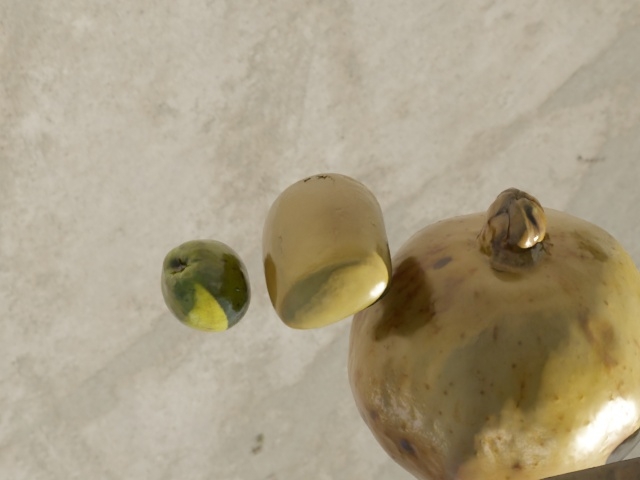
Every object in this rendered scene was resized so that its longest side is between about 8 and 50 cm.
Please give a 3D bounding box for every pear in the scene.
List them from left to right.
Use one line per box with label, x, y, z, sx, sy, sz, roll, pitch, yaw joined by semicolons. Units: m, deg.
pear;-0.130;0.053;1.221;0.107;0.107;0.131;-35;139;2

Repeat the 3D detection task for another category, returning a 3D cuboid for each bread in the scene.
bread;0.000;0.000;1.182;0.147;0.217;0.098;-26;120;8

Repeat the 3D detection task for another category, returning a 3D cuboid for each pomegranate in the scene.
pomegranate;0.222;0.115;1.276;0.410;0.410;0.410;-21;142;-17

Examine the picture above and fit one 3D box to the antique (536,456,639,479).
antique;0.326;0.197;0.832;0.310;0.087;0.093;-23;161;36
